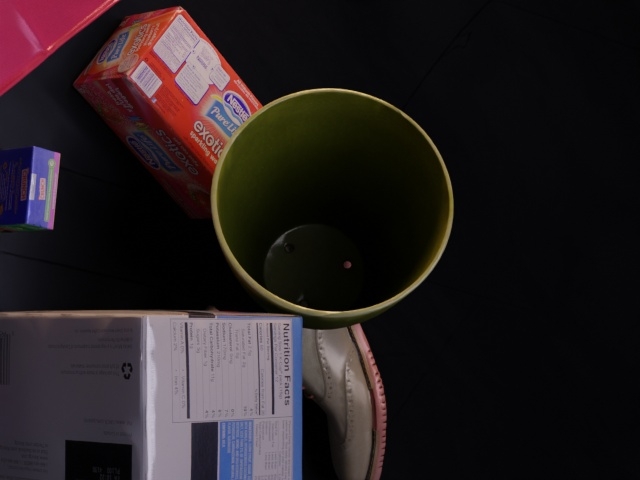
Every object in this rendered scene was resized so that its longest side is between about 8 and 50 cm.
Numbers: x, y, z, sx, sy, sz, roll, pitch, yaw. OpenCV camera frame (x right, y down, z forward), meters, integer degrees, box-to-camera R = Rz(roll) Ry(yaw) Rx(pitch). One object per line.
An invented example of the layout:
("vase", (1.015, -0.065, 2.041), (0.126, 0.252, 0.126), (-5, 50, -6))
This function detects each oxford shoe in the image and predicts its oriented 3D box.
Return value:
("oxford shoe", (-0.007, 0.159, 2.139), (0.146, 0.140, 0.397), (-14, 99, -17))

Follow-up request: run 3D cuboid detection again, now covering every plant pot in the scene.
("plant pot", (0.000, 0.000, 1.903), (0.275, 0.293, 0.274), (2, 72, -5))

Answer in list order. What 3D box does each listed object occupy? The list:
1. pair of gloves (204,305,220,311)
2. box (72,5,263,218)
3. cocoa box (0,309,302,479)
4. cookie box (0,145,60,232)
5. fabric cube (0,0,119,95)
("pair of gloves", (-0.133, 0.204, 1.962), (0.042, 0.204, 0.240), (2, 92, -4))
("box", (-0.168, -0.155, 1.976), (0.257, 0.123, 0.128), (50, 59, -31))
("cocoa box", (-0.212, 0.194, 1.767), (0.228, 0.347, 0.231), (3, 86, -44))
("cookie box", (-0.349, -0.057, 1.813), (0.040, 0.107, 0.092), (11, 81, -42))
("fabric cube", (-0.418, -0.282, 1.655), (0.259, 0.258, 0.254), (-45, 119, -34))
